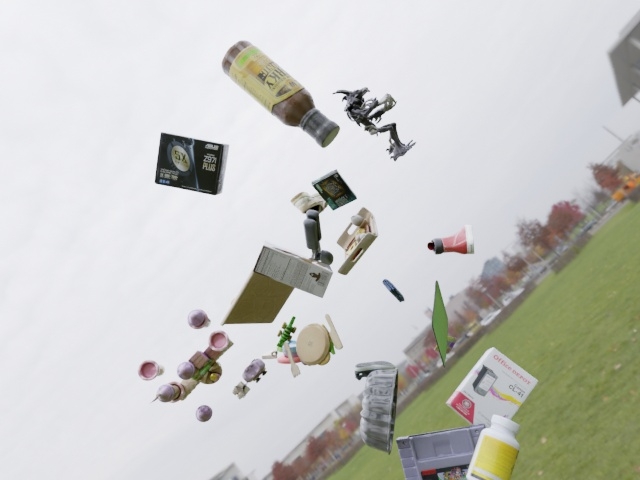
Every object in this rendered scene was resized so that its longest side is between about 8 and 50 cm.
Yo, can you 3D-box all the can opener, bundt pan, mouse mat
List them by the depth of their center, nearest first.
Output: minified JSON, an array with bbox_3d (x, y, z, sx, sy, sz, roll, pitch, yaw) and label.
[{"bbox_3d":[0.311,0.213,1.301,0.007,0.152,0.189,-9,29,23],"label":"mouse mat"},{"bbox_3d":[0.000,0.000,1.795,0.283,0.095,0.075,83,-160,-57],"label":"can opener"},{"bbox_3d":[0.231,0.662,1.980,0.331,0.124,0.330,5,-90,-78],"label":"bundt pan"}]

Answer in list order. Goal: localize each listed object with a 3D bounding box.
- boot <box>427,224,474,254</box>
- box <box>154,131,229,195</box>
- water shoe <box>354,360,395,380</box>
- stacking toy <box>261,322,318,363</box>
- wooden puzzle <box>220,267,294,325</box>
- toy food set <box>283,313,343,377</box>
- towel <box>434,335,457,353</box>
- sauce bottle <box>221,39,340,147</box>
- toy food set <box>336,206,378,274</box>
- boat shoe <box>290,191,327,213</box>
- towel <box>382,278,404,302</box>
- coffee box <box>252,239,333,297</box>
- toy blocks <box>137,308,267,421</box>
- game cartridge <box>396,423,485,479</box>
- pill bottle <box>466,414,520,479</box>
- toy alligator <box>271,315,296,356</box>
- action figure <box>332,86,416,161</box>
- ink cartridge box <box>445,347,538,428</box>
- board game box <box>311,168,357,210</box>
[{"bbox_3d":[0.518,-0.003,2.002,0.177,0.088,0.244,-4,15,16],"label":"boot"},{"bbox_3d":[-0.362,-0.218,1.421,0.077,0.180,0.147,-72,-6,-79],"label":"box"},{"bbox_3d":[0.260,0.628,2.412,0.203,0.080,0.073,0,7,-11],"label":"water shoe"},{"bbox_3d":[-0.151,0.540,2.680,0.280,0.130,0.309,-3,7,30],"label":"stacking toy"},{"bbox_3d":[-0.266,0.241,2.261,0.348,0.080,0.322,5,-56,-51],"label":"wooden puzzle"},{"bbox_3d":[-0.018,0.313,1.492,0.192,0.132,0.039,-36,-32,22],"label":"toy food set"},{"bbox_3d":[0.474,0.393,1.898,0.009,0.060,0.083,-84,14,-60],"label":"towel"},{"bbox_3d":[-0.097,-0.371,1.283,0.111,0.344,0.111,-48,-7,-9],"label":"sauce bottle"},{"bbox_3d":[0.139,-0.005,2.151,0.219,0.093,0.306,-53,12,20],"label":"toy food set"},{"bbox_3d":[-0.034,-0.158,2.341,0.109,0.098,0.302,-40,-15,17],"label":"boat shoe"},{"bbox_3d":[0.281,0.191,1.921,0.029,0.067,0.119,-42,-42,4],"label":"towel"},{"bbox_3d":[-0.093,0.094,1.688,0.141,0.247,0.098,-120,51,-83],"label":"coffee box"},{"bbox_3d":[-0.374,0.402,1.563,0.288,0.309,0.260,-47,-9,-12],"label":"toy blocks"},{"bbox_3d":[0.495,0.863,1.960,0.356,0.230,0.068,-17,-15,17],"label":"game cartridge"},{"bbox_3d":[0.462,0.563,1.324,0.184,0.103,0.103,-63,-13,-18],"label":"pill bottle"},{"bbox_3d":[-0.144,0.384,1.966,0.189,0.056,0.051,-62,5,8],"label":"toy alligator"},{"bbox_3d":[0.170,-0.375,1.493,0.141,0.275,0.164,-42,7,21],"label":"action figure"},{"bbox_3d":[0.702,0.629,2.065,0.306,0.226,0.131,-50,-16,-8],"label":"ink cartridge box"},{"bbox_3d":[0.061,-0.216,2.169,0.126,0.026,0.186,-25,-46,18],"label":"board game box"}]
